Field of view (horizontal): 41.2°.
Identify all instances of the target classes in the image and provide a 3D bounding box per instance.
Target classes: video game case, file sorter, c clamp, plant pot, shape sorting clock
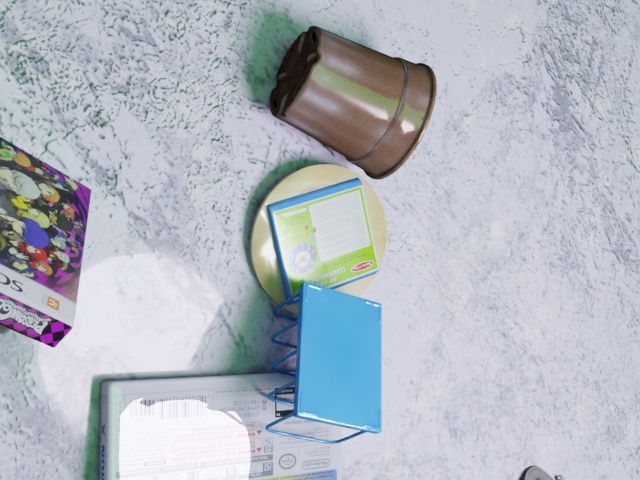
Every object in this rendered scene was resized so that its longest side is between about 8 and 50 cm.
[{"bbox_3d":[-0.332,-0.026,0.835,0.210,0.232,0.042,33,116,-29],"label":"video game case"},{"bbox_3d":[0.000,0.159,1.075,0.118,0.104,0.170,18,58,-27],"label":"file sorter"},{"bbox_3d":[0.373,0.442,1.384,0.137,0.022,0.160,46,46,-17],"label":"c clamp"},{"bbox_3d":[0.034,-0.184,1.096,0.165,0.167,0.166,21,80,-24],"label":"plant pot"},{"bbox_3d":[0.000,0.000,1.142,0.206,0.040,0.206,-3,97,-28],"label":"shape sorting clock"},{"bbox_3d":[-0.113,0.319,1.064,0.329,0.036,0.299,3,83,-34],"label":"video game case"}]

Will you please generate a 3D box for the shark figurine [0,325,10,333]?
[{"bbox_3d":[-0.407,0.042,0.793,0.116,0.166,0.278,-46,119,-48],"label":"shark figurine"}]
